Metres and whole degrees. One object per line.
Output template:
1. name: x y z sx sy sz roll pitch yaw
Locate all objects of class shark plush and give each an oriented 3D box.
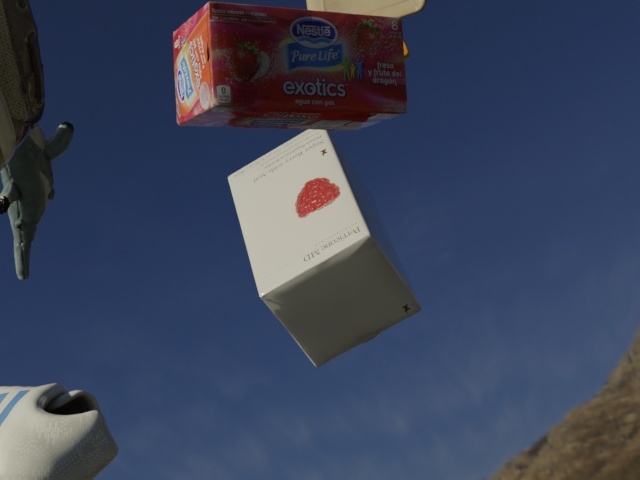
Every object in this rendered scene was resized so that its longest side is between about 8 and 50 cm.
1. shark plush: -0.275 -0.045 0.917 0.073 0.067 0.161 19 -68 4

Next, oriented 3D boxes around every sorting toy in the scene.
1. sorting toy: 0.068 -0.394 1.589 0.195 0.348 0.047 -16 -26 22

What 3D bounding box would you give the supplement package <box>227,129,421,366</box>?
1. supplement package: 0.000 0.000 1.506 0.177 0.293 0.175 -30 -51 7

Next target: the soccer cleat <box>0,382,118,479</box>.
1. soccer cleat: -0.291 0.195 1.013 0.143 0.116 0.331 -32 18 -23

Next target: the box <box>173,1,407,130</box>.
1. box: -0.037 -0.203 1.240 0.256 0.123 0.128 -2 -4 -27

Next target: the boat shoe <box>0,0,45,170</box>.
1. boat shoe: -0.242 -0.178 0.665 0.102 0.092 0.285 6 -54 19
